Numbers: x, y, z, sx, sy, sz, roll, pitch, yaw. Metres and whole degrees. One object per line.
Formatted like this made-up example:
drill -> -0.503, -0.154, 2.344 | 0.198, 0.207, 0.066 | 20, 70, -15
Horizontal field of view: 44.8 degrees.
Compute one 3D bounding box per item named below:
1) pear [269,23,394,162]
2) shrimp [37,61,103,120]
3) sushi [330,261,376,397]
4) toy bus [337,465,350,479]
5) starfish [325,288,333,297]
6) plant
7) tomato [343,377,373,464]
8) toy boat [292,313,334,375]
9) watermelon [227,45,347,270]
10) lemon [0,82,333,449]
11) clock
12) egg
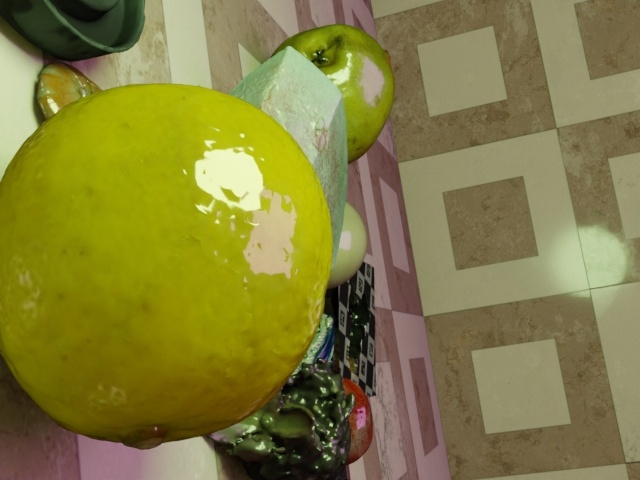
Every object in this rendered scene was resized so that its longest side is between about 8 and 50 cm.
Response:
pear -> 0.019, -0.293, 1.689 | 0.375, 0.287, 0.288 | 92, -5, -63
shrimp -> -0.267, -0.153, 0.942 | 0.217, 0.051, 0.115 | 6, 71, -72
sushi -> 0.059, 0.206, 1.837 | 0.320, 0.068, 0.340 | 22, 66, -70
toy bus -> 0.030, 0.451, 1.561 | 0.077, 0.065, 0.192 | 53, 29, -73
starfish -> 0.040, 0.049, 1.901 | 0.227, 0.043, 0.241 | 78, 25, -54
plant -> -0.044, 0.282, 1.188 | 0.234, 0.204, 0.178 | 73, 16, -50
tomato -> 0.028, 0.340, 1.446 | 0.167, 0.167, 0.167 | -11, 90, -75
toy boat -> -0.075, 0.169, 1.343 | 0.291, 0.070, 0.210 | 44, 53, -38
watermelon -> -0.086, -0.120, 1.296 | 0.258, 0.228, 0.388 | -37, 124, -64
lemon -> -0.147, 0.022, 0.739 | 0.348, 0.347, 0.348 | -11, 90, -75
clock -> -0.307, -0.364, 0.880 | 0.325, 0.067, 0.325 | -14, 90, -75
egg -> 0.000, 0.000, 1.539 | 0.242, 0.185, 0.186 | -84, 160, -74
